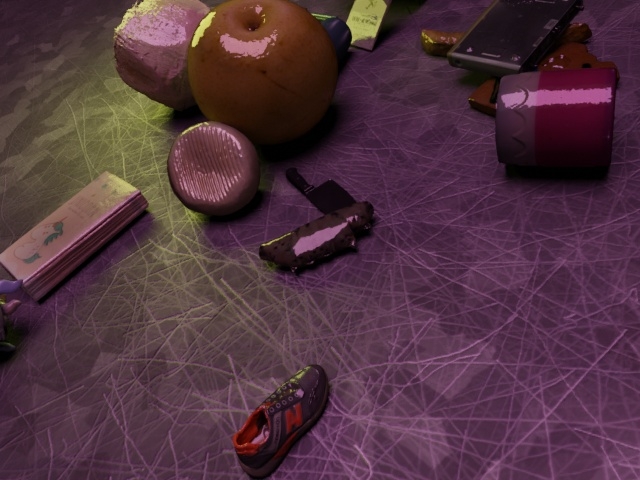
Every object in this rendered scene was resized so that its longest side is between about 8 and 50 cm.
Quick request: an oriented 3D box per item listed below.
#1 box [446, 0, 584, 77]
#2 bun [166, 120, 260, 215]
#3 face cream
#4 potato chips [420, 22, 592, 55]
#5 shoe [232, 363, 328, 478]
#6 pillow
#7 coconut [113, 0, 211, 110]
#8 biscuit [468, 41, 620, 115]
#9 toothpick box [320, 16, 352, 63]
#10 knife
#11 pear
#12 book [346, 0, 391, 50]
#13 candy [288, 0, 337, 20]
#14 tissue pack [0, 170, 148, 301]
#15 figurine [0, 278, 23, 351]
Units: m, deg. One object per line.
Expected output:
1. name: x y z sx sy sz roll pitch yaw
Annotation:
1. box: 0.438 -0.472 1.367 0.211 0.045 0.270 29 69 38
2. bun: -0.226 -0.154 1.342 0.222 0.127 0.222 -2 86 21
3. face cream: 0.430 -0.222 1.115 0.194 0.175 0.175 4 50 26
4. potato chips: 0.417 -0.471 1.445 0.407 0.057 0.080 8 58 28
5. shoe: -0.058 0.259 0.919 0.074 0.077 0.194 21 59 37
6. pillow: -0.001 0.001 1.165 0.241 0.051 0.093 -22 51 0
7. coconut: -0.383 -0.506 1.652 0.254 0.297 0.297 29 60 8
8. biscuit: 0.466 -0.324 1.293 0.301 0.043 0.278 -10 45 13
9. toothpick box: 0.006 -0.501 1.602 0.120 0.120 0.184 11 50 31
10. knife: 0.008 -0.099 1.287 0.072 0.019 0.245 -33 48 -13
11. pear: -0.128 -0.382 1.399 0.348 0.348 0.348 -12 45 12
12. book: 0.128 -0.611 1.653 0.127 0.014 0.182 32 105 41
13. candy: -0.057 -0.694 1.862 0.262 0.073 0.077 22 32 29
14. tissue pack: -0.565 -0.019 1.403 0.170 0.071 0.325 24 59 40
15. figurine: -0.682 0.152 1.233 0.184 0.128 0.208 43 110 44
